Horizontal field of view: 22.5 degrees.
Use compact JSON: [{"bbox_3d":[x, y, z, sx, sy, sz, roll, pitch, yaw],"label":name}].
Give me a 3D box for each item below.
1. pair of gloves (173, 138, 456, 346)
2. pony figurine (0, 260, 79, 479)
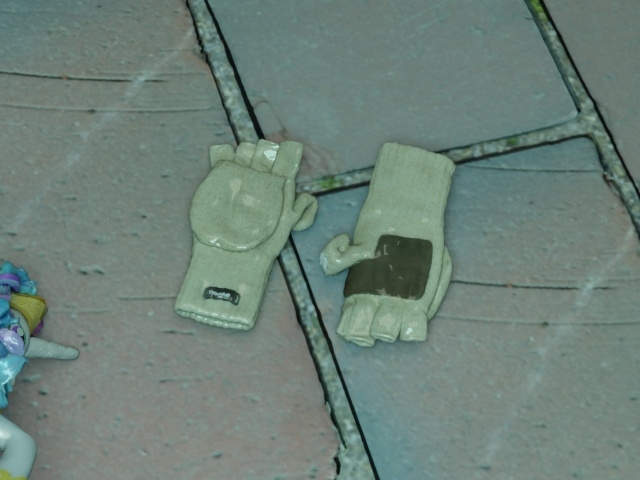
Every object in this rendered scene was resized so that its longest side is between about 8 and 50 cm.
[{"bbox_3d":[0.000,0.000,1.443,0.240,0.042,0.204,6,61,1],"label":"pair of gloves"},{"bbox_3d":[-0.361,0.100,1.215,0.351,0.303,0.363,25,29,-14],"label":"pony figurine"}]
